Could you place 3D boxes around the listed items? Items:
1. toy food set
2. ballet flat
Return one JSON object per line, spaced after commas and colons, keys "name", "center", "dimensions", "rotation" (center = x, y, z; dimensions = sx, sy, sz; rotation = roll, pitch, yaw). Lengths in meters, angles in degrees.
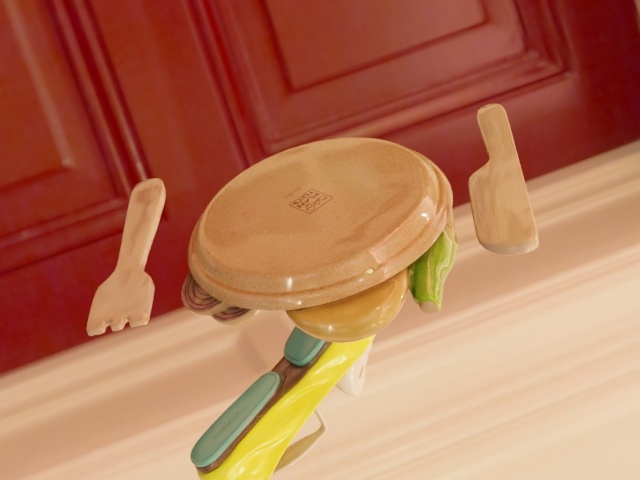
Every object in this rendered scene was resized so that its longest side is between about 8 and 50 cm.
{"name": "toy food set", "center": [0.000, 0.000, 0.553], "dimensions": [0.132, 0.192, 0.038], "rotation": [-86, 162, -54]}
{"name": "ballet flat", "center": [-0.010, 0.120, 1.008], "dimensions": [0.077, 0.231, 0.077], "rotation": [41, -4, -20]}
